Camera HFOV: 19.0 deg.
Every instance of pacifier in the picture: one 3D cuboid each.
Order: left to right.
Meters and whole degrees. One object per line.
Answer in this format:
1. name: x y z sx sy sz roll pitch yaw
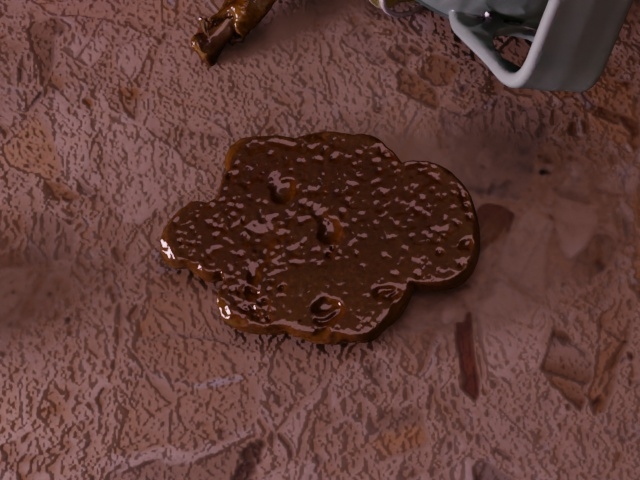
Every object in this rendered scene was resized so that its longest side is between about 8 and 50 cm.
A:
1. pacifier: 0.072 -0.255 1.857 0.083 0.068 0.064 -14 29 -25

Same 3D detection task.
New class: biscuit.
1. biscuit: 0.000 0.000 1.740 0.290 0.041 0.208 -2 65 2

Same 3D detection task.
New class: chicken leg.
1. chicken leg: -0.047 -0.251 1.821 0.101 0.085 0.207 37 89 36

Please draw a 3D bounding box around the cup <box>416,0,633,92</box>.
1. cup: 0.230 -0.361 1.708 0.310 0.392 0.401 -27 80 -21
